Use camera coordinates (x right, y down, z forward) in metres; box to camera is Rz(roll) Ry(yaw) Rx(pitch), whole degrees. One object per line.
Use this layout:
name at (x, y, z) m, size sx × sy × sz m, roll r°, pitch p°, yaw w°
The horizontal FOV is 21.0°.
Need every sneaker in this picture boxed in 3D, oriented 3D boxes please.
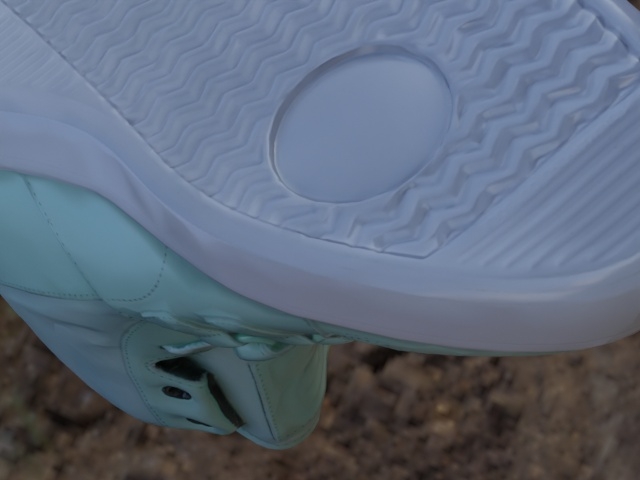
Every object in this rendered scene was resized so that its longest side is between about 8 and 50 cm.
sneaker at (0.000, 0.000, 0.421) m, size 0.256 × 0.151 × 0.094 m, roll 15°, pitch 62°, yaw 41°
